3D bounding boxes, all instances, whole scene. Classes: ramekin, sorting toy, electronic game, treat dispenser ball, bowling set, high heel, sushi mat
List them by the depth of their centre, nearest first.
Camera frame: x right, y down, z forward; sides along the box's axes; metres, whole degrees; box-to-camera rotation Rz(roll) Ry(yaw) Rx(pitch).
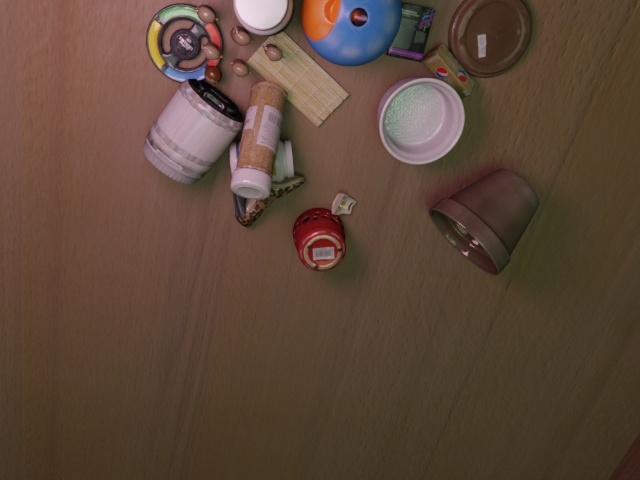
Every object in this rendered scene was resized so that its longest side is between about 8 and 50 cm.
[{"bbox_3d":[0.087,-0.644,1.512,0.288,0.288,0.288,-3,117,-5],"label":"treat dispenser ball"},{"bbox_3d":[-0.263,-0.537,1.563,0.286,0.154,0.200,21,109,-21],"label":"bowling set"},{"bbox_3d":[-0.410,-0.593,1.615,0.229,0.048,0.229,-2,117,-5],"label":"electronic game"},{"bbox_3d":[-0.069,-0.517,1.709,0.316,0.019,0.151,38,106,-22],"label":"sushi mat"},{"bbox_3d":[0.317,-0.400,1.746,0.277,0.135,0.277,-2,116,-5],"label":"ramekin"},{"bbox_3d":[-0.176,-0.140,1.870,0.261,0.093,0.186,-13,137,-10],"label":"high heel"},{"bbox_3d":[0.087,-0.128,1.913,0.075,0.045,0.083,19,113,-23],"label":"sorting toy"}]

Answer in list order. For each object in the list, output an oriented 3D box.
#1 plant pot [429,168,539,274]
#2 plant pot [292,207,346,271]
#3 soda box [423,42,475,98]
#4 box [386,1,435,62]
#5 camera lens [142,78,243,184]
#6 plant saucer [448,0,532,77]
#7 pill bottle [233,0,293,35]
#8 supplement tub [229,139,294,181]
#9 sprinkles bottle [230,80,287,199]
[{"bbox_3d":[0.592,-0.090,1.866,0.280,0.323,0.323,-45,114,-3],"label":"plant pot"},{"bbox_3d":[0.000,0.000,1.895,0.191,0.174,0.191,-2,115,-5],"label":"plant pot"},{"bbox_3d":[0.416,-0.540,1.716,0.181,0.061,0.058,42,150,-23],"label":"soda box"},{"bbox_3d":[0.282,-0.654,1.673,0.116,0.029,0.162,8,117,-11],"label":"box"},{"bbox_3d":[-0.391,-0.339,1.650,0.219,0.219,0.274,35,108,-21],"label":"camera lens"},{"bbox_3d":[0.546,-0.657,1.695,0.277,0.041,0.278,-3,118,-5],"label":"plant saucer"},{"bbox_3d":[-0.154,-0.651,1.473,0.161,0.283,0.161,0,111,-1],"label":"pill bottle"},{"bbox_3d":[-0.192,-0.260,1.755,0.199,0.144,0.144,-6,117,-4],"label":"supplement tub"},{"bbox_3d":[-0.184,-0.306,1.630,0.121,0.356,0.121,7,160,3],"label":"sprinkles bottle"}]
